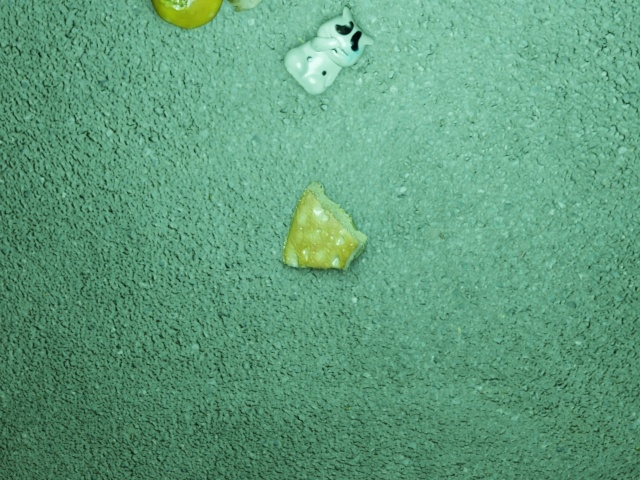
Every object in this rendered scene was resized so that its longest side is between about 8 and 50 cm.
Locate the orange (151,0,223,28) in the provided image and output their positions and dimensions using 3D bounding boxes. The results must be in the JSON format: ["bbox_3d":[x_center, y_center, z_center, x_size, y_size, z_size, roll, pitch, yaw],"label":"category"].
[{"bbox_3d":[-0.275,-0.510,1.811,0.155,0.134,0.154,1,111,3],"label":"orange"}]

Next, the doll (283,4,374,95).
[{"bbox_3d":[0.012,-0.382,1.814,0.181,0.107,0.110,-37,106,18],"label":"doll"}]

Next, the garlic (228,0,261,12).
[{"bbox_3d":[-0.150,-0.541,1.813,0.084,0.066,0.152,17,111,6],"label":"garlic"}]

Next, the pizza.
[{"bbox_3d":[0.008,0.001,1.955,0.188,0.081,0.204,42,121,19],"label":"pizza"}]
